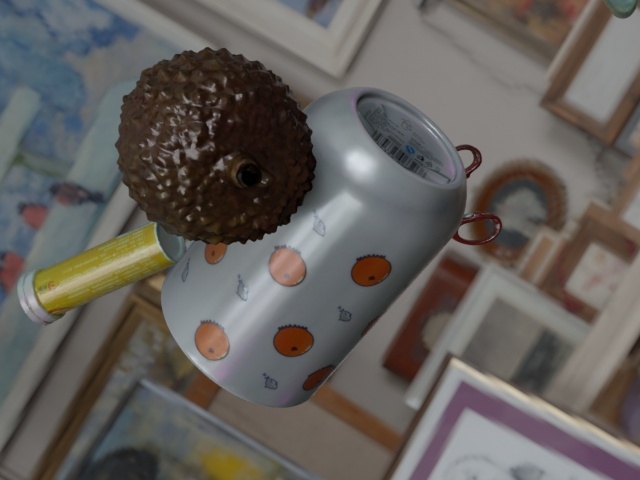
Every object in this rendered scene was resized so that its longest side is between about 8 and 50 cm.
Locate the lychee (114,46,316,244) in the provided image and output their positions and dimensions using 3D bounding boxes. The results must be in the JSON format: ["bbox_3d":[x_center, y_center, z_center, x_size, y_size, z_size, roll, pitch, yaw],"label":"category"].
[{"bbox_3d":[-0.097,-0.084,1.347,0.200,0.200,0.238,-60,26,9],"label":"lychee"}]

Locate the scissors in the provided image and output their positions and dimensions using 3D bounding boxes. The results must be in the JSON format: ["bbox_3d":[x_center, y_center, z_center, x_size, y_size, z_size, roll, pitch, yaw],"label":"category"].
[{"bbox_3d":[0.119,-0.028,1.959,0.248,0.144,0.017,-21,18,-8],"label":"scissors"}]

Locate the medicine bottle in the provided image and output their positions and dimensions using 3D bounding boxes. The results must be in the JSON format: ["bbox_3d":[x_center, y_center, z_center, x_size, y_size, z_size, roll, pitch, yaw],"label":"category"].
[{"bbox_3d":[-0.275,0.037,1.812,0.218,0.074,0.074,-23,12,24],"label":"medicine bottle"}]

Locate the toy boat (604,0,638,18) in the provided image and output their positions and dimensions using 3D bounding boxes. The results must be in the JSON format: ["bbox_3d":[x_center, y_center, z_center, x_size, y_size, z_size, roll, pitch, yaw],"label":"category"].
[{"bbox_3d":[0.427,-0.436,1.754,0.123,0.215,0.329,-76,-20,-61],"label":"toy boat"}]

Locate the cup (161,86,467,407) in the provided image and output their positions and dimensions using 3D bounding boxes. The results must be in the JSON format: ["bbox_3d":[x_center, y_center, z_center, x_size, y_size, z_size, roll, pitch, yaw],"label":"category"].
[{"bbox_3d":[0.000,0.000,1.534,0.317,0.212,0.212,-50,1,30],"label":"cup"}]
